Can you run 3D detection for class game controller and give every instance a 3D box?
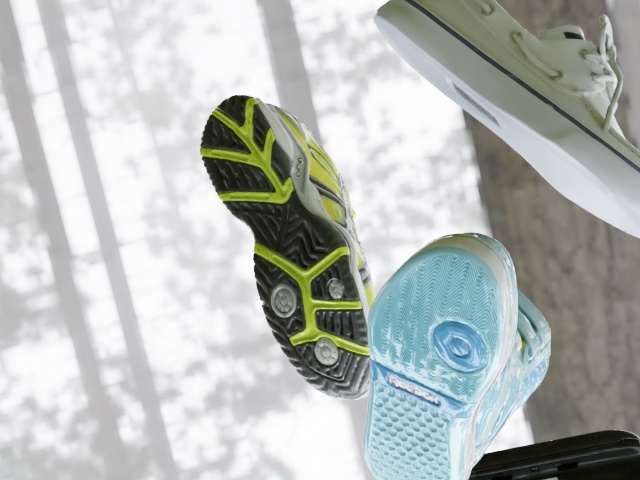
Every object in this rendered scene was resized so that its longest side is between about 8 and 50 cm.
[{"bbox_3d":[0.280,0.330,2.189,0.319,0.067,0.166,-11,-130,-3],"label":"game controller"}]

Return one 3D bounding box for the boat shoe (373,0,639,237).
[{"bbox_3d":[0.229,-0.157,1.638,0.156,0.136,0.367,-46,-118,-5],"label":"boat shoe"}]

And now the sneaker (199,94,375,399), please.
[{"bbox_3d":[0.000,0.000,1.987,0.145,0.384,0.147,-33,159,34],"label":"sneaker"}]

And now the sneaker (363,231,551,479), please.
[{"bbox_3d":[0.137,0.073,1.530,0.127,0.319,0.208,30,-132,17],"label":"sneaker"}]
